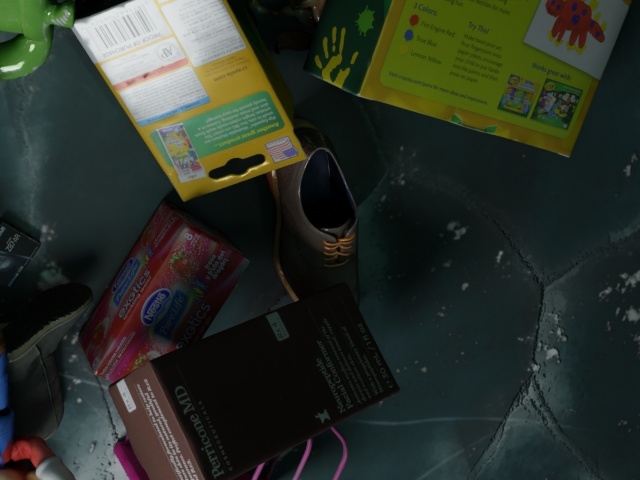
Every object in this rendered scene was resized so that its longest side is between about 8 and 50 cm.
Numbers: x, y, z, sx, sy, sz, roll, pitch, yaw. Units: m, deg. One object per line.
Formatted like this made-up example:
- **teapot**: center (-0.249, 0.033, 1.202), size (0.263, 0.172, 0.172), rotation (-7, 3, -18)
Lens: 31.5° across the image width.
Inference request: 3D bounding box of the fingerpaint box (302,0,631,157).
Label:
- **fingerpaint box**: center (0.239, -0.356, 1.664), size (0.444, 0.163, 0.371), rotation (9, 106, -37)

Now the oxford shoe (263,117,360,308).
- **oxford shoe**: center (0.000, 0.000, 1.742), size (0.129, 0.132, 0.364), rotation (-23, 117, -15)

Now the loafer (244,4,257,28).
- **loafer**: center (-0.180, -0.320, 1.570), size (0.220, 0.078, 0.080), rotation (7, 106, -26)

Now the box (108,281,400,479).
- **box**: center (-0.086, 0.211, 1.616), size (0.381, 0.143, 0.191), rotation (-21, 81, -41)

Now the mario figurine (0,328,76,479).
- **mario figurine**: center (-0.444, 0.283, 1.487), size (0.170, 0.198, 0.321), rotation (-24, 106, -45)

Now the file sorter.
- **file sorter**: center (-0.134, 0.325, 1.772), size (0.290, 0.202, 0.182), rotation (21, 97, -29)

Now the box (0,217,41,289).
- **box**: center (-0.449, 0.020, 1.615), size (0.067, 0.018, 0.083), rotation (34, 93, -31)

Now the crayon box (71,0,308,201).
- **crayon box**: center (-0.171, -0.221, 1.548), size (0.203, 0.083, 0.323), rotation (-18, 129, 13)

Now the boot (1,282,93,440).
- **boot**: center (-0.394, 0.185, 1.655), size (0.189, 0.076, 0.209), rotation (-38, 139, -32)

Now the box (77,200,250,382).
- **box**: center (-0.234, 0.089, 1.674), size (0.122, 0.128, 0.257), rotation (30, 96, -30)

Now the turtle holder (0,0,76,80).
- **turtle holder**: center (-0.404, -0.362, 1.392), size (0.227, 0.243, 0.320), rotation (6, 148, -11)

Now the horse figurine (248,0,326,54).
- **horse figurine**: center (0.004, -0.381, 1.633), size (0.174, 0.066, 0.263), rotation (19, 94, -35)

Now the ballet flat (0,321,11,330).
- **ballet flat**: center (-0.519, 0.189, 1.613), size (0.248, 0.086, 0.086), rotation (-20, 116, -16)
